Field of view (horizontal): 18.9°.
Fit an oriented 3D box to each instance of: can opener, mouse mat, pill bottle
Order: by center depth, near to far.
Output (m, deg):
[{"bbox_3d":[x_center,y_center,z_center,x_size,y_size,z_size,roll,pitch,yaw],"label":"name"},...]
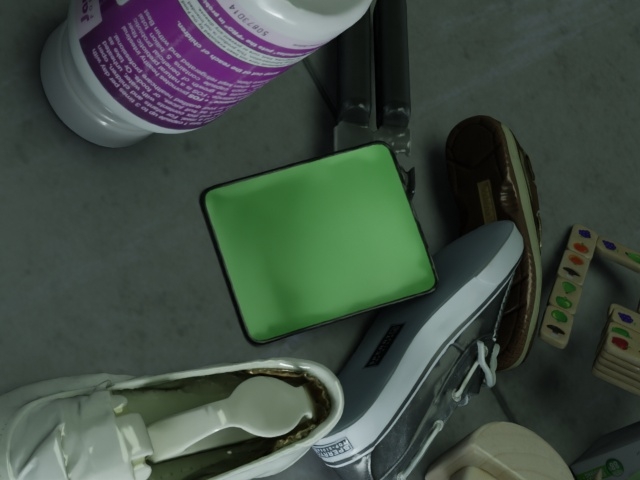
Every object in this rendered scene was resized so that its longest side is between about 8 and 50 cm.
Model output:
[{"bbox_3d":[-0.105,-0.189,1.587,0.169,0.301,0.169,19,58,-33],"label":"pill bottle"},{"bbox_3d":[0.000,0.000,1.732,0.190,0.007,0.152,-16,79,-16],"label":"mouse mat"},{"bbox_3d":[0.046,-0.114,1.850,0.076,0.095,0.283,6,54,-8],"label":"can opener"}]

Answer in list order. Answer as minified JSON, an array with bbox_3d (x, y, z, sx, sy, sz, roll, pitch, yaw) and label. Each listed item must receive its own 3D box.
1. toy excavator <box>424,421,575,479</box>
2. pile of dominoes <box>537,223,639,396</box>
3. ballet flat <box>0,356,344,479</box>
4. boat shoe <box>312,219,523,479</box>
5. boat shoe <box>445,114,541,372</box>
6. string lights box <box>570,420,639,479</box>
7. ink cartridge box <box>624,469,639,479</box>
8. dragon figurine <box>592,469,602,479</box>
[{"bbox_3d":[0.170,0.412,1.615,0.433,0.222,0.445,-31,82,-45],"label":"toy excavator"},{"bbox_3d":[0.326,0.069,1.902,0.196,0.040,0.251,24,32,2],"label":"pile of dominoes"},{"bbox_3d":[-0.141,0.156,1.512,0.400,0.139,0.139,-11,77,-42],"label":"ballet flat"},{"bbox_3d":[0.108,0.110,1.751,0.105,0.113,0.306,53,51,-21],"label":"boat shoe"},{"bbox_3d":[0.184,0.007,1.885,0.095,0.095,0.257,25,60,-56],"label":"boat shoe"},{"bbox_3d":[0.373,0.296,1.870,0.077,0.133,0.259,-32,91,-46],"label":"string lights box"},{"bbox_3d":[0.356,0.329,1.712,0.235,0.056,0.171,42,27,-16],"label":"ink cartridge box"},{"bbox_3d":[0.279,0.365,1.791,0.085,0.144,0.289,-4,53,-39],"label":"dragon figurine"}]
